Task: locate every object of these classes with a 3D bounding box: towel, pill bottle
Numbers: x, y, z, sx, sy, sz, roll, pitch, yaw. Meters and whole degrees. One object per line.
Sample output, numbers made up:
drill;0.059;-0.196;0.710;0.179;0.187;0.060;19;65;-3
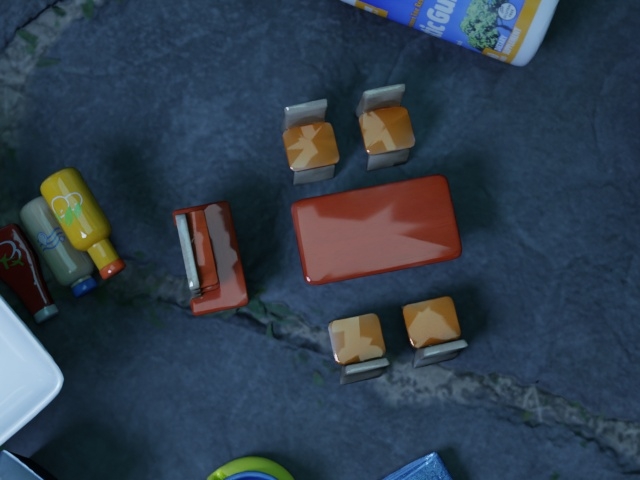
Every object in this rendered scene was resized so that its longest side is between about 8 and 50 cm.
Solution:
towel;0.075;0.252;1.416;0.119;0.029;0.067;-28;84;-9
pill bottle;0.098;-0.281;1.452;0.272;0.152;0.152;20;79;0

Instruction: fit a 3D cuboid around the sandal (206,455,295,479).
sandal;-0.142;0.316;1.336;0.126;0.138;0.317;41;81;2

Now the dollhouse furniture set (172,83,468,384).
dollhouse furniture set;0.000;0.000;1.402;0.259;0.135;0.262;-12;81;-6

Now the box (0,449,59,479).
box;-0.281;0.275;1.323;0.093;0.156;0.158;38;79;4

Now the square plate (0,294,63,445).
square plate;-0.430;0.100;1.336;0.347;0.049;0.344;-42;77;15

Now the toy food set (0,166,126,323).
toy food set;-0.292;0.039;1.388;0.232;0.111;0.104;-32;84;-2
